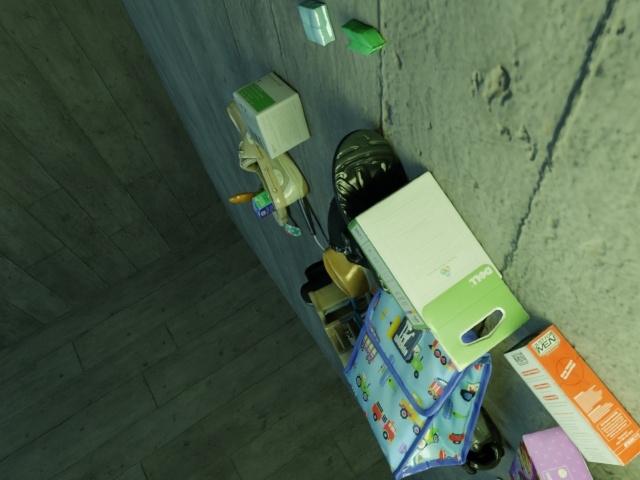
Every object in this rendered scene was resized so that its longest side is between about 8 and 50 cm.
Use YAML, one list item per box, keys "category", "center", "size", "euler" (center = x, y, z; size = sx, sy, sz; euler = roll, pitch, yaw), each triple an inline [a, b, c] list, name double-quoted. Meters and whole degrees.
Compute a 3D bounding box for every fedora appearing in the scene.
- category: "fedora"
  center: [0.061, 0.056, 1.037]
  size: [0.194, 0.079, 0.194]
  euler: [55, 168, 18]

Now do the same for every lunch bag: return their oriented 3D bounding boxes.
- category: "lunch bag"
  center: [0.161, 0.184, 0.786]
  size: [0.221, 0.138, 0.293]
  euler: [-121, 34, -50]

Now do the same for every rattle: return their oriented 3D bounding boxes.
- category: "rattle"
  center: [-0.160, -0.070, 1.508]
  size: [0.130, 0.143, 0.200]
  euler: [10, 127, 50]

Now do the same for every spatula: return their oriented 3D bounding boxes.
- category: "spatula"
  center: [0.000, 0.000, 1.266]
  size: [0.296, 0.030, 0.084]
  euler: [63, 171, -22]

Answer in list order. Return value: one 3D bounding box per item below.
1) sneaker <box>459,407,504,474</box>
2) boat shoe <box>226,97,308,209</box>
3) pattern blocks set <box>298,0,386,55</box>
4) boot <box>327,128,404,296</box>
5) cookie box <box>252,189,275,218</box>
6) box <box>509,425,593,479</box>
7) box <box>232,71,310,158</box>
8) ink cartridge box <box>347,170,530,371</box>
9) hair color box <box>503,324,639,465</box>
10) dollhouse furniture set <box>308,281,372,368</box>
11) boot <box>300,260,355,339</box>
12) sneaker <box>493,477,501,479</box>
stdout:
- category: "sneaker"
  center: [0.279, 0.389, 0.946]
  size: [0.135, 0.097, 0.276]
  euler: [51, 165, 42]
- category: "boat shoe"
  center: [-0.148, -0.208, 1.169]
  size: [0.302, 0.098, 0.109]
  euler: [56, 168, 12]
- category: "pattern blocks set"
  center: [-0.021, -0.338, 0.480]
  size: [0.285, 0.026, 0.325]
  euler: [41, 160, 57]
- category: "boot"
  center: [0.054, -0.049, 0.748]
  size: [0.246, 0.094, 0.207]
  euler: [68, 169, -20]
- category: "cookie box"
  center: [-0.124, -0.109, 1.309]
  size: [0.040, 0.107, 0.092]
  euler: [56, 168, 8]
- category: "box"
  center: [0.312, 0.372, 0.631]
  size: [0.293, 0.057, 0.201]
  euler: [64, -169, -54]
- category: "box"
  center: [-0.087, -0.226, 0.897]
  size: [0.101, 0.087, 0.102]
  euler: [49, 165, 38]
- category: "ink cartridge box"
  center: [0.136, 0.036, 0.593]
  size: [0.209, 0.109, 0.062]
  euler: [56, 169, 6]
- category: "hair color box"
  center: [0.271, 0.166, 0.536]
  size: [0.141, 0.043, 0.072]
  euler: [54, 168, 16]
- category: "dollhouse furniture set"
  center: [0.076, 0.193, 1.137]
  size: [0.184, 0.129, 0.129]
  euler: [60, 173, 42]
- category: "boot"
  center: [0.039, 0.191, 1.424]
  size: [0.229, 0.091, 0.263]
  euler: [60, -170, -15]
- category: "sneaker"
  center: [0.393, 0.593, 0.969]
  size: [0.103, 0.111, 0.252]
  euler: [62, 168, -18]
